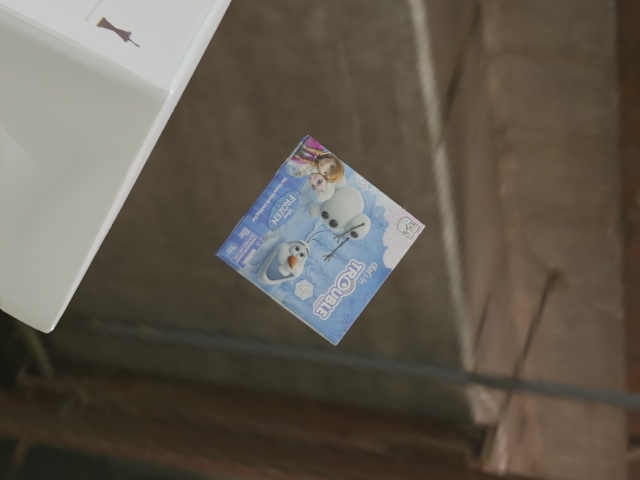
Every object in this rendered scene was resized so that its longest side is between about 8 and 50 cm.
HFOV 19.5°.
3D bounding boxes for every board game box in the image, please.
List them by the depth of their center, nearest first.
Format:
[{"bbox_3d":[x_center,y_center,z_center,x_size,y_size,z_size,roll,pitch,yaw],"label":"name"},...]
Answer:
[{"bbox_3d":[0.000,0.000,1.107,0.090,0.090,0.020,37,-6,-7],"label":"board game box"}]

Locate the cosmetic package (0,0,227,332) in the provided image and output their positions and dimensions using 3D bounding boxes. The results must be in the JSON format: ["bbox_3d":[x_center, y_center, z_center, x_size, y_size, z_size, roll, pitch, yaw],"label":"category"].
[{"bbox_3d":[-0.169,-0.134,0.689,0.284,0.377,0.097,29,-70,-7],"label":"cosmetic package"}]
